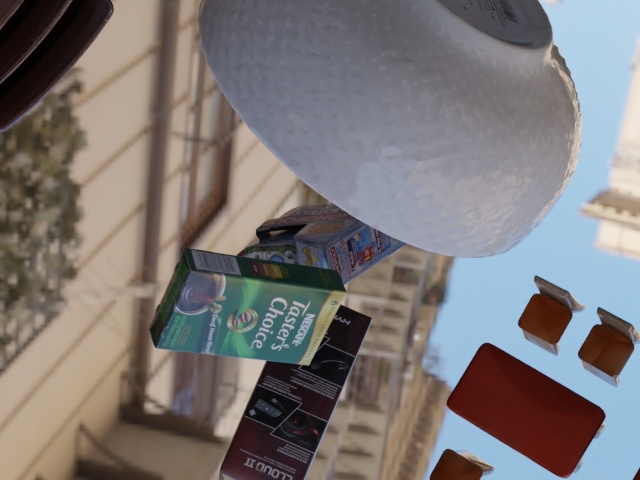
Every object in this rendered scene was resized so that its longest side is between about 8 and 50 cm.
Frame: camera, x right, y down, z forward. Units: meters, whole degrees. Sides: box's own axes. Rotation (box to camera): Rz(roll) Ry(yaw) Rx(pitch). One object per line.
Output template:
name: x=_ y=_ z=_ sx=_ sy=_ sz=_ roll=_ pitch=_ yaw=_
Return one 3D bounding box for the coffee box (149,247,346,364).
coffee box: x=-0.075 y=0.072 z=1.497 sx=0.184 sy=0.113 sz=0.040 roll=10 pitch=-146 yaw=-28

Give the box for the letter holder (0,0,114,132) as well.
letter holder: x=-0.513 y=-0.342 z=2.295 sx=0.214 sy=0.302 sz=0.152 roll=46 pitch=-171 yaw=9

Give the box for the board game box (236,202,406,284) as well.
board game box: x=0.000 y=0.000 z=1.650 sx=0.194 sy=0.060 sz=0.194 roll=-3 pitch=-162 yaw=24

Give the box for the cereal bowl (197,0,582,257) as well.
cereal bowl: x=0.078 y=-0.156 z=1.129 sx=0.339 sy=0.141 sz=0.339 roll=26 pitch=-146 yaw=-19

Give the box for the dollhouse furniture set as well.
dollhouse furniture set: x=0.251 y=0.197 z=1.431 sx=0.259 sy=0.262 sz=0.135 roll=29 pitch=177 yaw=25

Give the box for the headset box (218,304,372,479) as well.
headset box: x=-0.044 y=0.232 z=1.903 sx=0.110 sy=0.293 sz=0.218 roll=23 pitch=167 yaw=1
